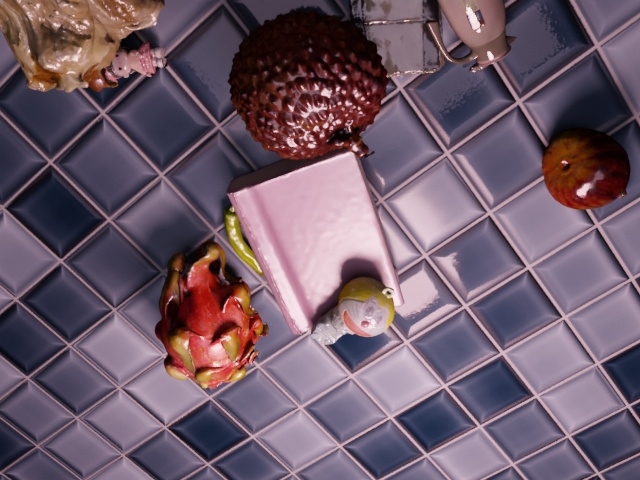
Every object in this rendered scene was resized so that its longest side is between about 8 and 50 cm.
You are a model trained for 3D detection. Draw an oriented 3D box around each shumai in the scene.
[{"bbox_3d":[-0.448,-0.372,0.880,0.314,0.267,0.262,19,115,-46],"label":"shumai"}]

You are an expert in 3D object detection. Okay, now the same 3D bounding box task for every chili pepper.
[{"bbox_3d":[-0.170,0.009,1.187,0.048,0.043,0.208,-29,118,-13],"label":"chili pepper"}]

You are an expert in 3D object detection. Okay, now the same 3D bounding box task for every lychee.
[{"bbox_3d":[-0.015,-0.258,0.935,0.264,0.264,0.300,-45,82,19],"label":"lychee"}]

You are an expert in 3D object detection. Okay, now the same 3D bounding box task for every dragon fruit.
[{"bbox_3d":[-0.247,0.164,1.177,0.227,0.243,0.308,7,77,23],"label":"dragon fruit"}]

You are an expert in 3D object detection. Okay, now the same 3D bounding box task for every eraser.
[{"bbox_3d":[0.000,0.000,1.133,0.272,0.122,0.359,-20,113,8],"label":"eraser"}]

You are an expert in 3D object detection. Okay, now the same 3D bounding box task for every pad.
[{"bbox_3d":[0.140,-0.420,0.987,0.174,0.022,0.233,-4,113,4],"label":"pad"}]

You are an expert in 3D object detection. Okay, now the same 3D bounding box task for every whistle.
[{"bbox_3d":[0.063,0.155,1.082,0.123,0.123,0.223,42,122,-16],"label":"whistle"}]

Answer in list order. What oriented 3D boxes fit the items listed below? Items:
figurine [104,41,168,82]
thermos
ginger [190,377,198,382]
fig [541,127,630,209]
[{"bbox_3d":[-0.358,-0.338,1.027,0.129,0.054,0.072,-7,123,-1],"label":"figurine"},{"bbox_3d":[0.261,-0.395,0.954,0.137,0.105,0.193,-30,122,11],"label":"thermos"},{"bbox_3d":[-0.245,0.312,1.324,0.173,0.051,0.070,-24,117,7],"label":"ginger"},{"bbox_3d":[0.530,-0.128,1.034,0.201,0.149,0.148,18,133,3],"label":"fig"}]
